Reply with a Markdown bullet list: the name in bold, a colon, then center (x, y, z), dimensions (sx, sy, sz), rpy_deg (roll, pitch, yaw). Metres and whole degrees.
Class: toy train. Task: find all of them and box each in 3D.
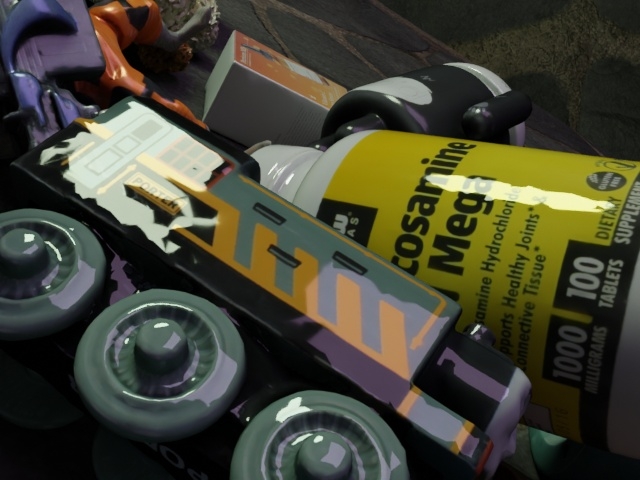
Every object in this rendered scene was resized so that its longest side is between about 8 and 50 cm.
- **toy train**: center (-0.049, 0.051, 0.410), dimensions (0.334, 0.142, 0.190), rpy_deg (30, 53, 16)

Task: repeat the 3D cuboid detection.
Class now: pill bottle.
- **pill bottle**: center (0.094, 0.020, 0.550), dimensions (0.334, 0.188, 0.188), rpy_deg (12, 13, 30)

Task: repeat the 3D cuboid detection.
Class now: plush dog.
- **plush dog**: center (-0.227, -0.333, 0.934), dimensions (0.210, 0.262, 0.225), rpy_deg (-15, 33, -15)

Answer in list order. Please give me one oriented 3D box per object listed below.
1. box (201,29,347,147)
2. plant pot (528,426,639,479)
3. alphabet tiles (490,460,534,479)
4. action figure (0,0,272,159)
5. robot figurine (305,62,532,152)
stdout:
- **box**: center (-0.053, -0.171, 0.949), dimensions (0.170, 0.091, 0.130), rpy_deg (24, 27, -20)
- **plant pot**: center (0.332, 0.152, 0.649), dimensions (0.255, 0.271, 0.271), rpy_deg (17, 26, -1)
- **alphabet tiles**: center (0.168, 0.242, 0.415), dimensions (0.198, 0.009, 0.237), rpy_deg (33, 26, -3)
- **action figure**: center (-0.208, -0.100, 0.635), dimensions (0.330, 0.178, 0.341), rpy_deg (-2, 71, -42)
- **robot figurine**: center (0.114, -0.104, 0.858), dimensions (0.209, 0.173, 0.278), rpy_deg (29, 38, 35)
